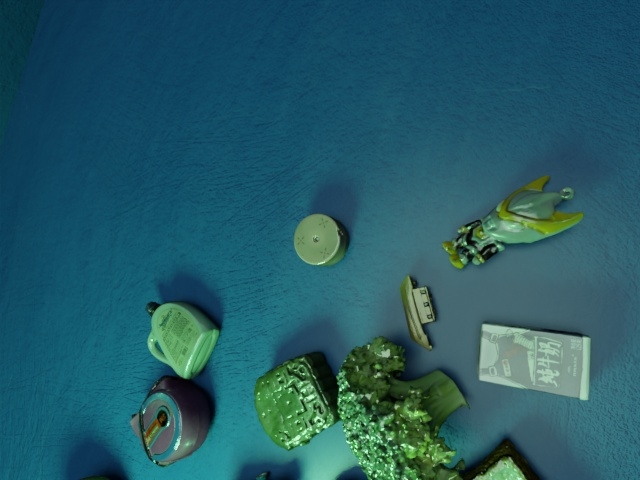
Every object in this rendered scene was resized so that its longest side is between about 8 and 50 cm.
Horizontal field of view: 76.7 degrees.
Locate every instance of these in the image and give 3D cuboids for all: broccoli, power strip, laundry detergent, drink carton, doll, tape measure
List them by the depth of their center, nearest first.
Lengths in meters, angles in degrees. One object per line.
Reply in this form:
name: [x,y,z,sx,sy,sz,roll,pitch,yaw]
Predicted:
drink carton: [0.482,0.267,0.930,0.222,0.102,0.134,3,86,25]
broccoli: [0.174,0.412,0.947,0.338,0.317,0.277,2,123,38]
doll: [0.456,-0.042,0.990,0.316,0.145,0.103,-34,108,22]
power strip: [0.000,0.000,1.187,0.154,0.078,0.154,-3,84,24]
tape measure: [-0.464,0.558,1.271,0.245,0.149,0.231,45,103,30]
laundry detergent: [-0.483,0.302,1.334,0.280,0.105,0.215,26,95,23]

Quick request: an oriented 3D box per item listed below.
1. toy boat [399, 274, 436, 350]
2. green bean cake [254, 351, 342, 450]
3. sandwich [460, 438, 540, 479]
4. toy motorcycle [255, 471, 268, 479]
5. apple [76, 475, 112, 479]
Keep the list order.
toy boat: [0.262,0.187,1.060,0.077,0.057,0.200,-14,77,14]
green bean cake: [-0.062,0.448,1.125,0.227,0.125,0.222,-37,69,19]
sandwich: [0.400,0.633,0.909,0.273,0.095,0.249,-41,68,13]
toy motorcycle: [-0.206,0.736,1.113,0.260,0.171,0.110,-26,74,20]
apple: [-0.767,0.918,1.281,0.292,0.254,0.292,-6,75,25]
